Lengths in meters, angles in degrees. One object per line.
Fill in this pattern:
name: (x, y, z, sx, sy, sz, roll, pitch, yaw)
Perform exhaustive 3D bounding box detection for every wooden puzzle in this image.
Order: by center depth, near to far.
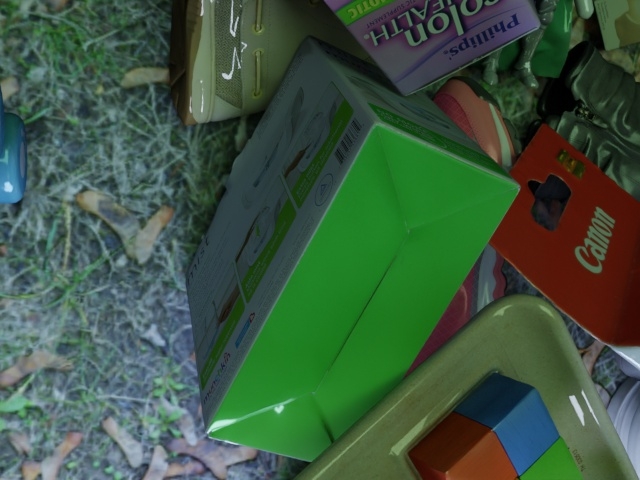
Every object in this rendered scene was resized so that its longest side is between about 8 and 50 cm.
wooden puzzle: (0.107, 0.261, 0.626, 0.348, 0.080, 0.322, -36, 112, -15)

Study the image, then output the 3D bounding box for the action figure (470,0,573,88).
action figure: (0.210, -0.259, 0.805, 0.137, 0.063, 0.232, -2, 126, -20)

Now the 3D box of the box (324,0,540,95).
box: (0.037, -0.270, 0.612, 0.243, 0.117, 0.213, 39, 35, -42)

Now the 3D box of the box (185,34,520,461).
box: (0.000, 0.000, 0.684, 0.127, 0.231, 0.261, 21, 110, -21)

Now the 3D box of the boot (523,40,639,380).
boot: (0.310, -0.027, 0.931, 0.223, 0.118, 0.338, 15, 80, -15)

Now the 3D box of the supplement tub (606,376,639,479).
supplement tub: (0.454, 0.236, 0.900, 0.191, 0.272, 0.191, -1, 94, -22)

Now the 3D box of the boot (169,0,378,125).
boot: (-0.018, -0.220, 0.737, 0.204, 0.095, 0.261, -5, 129, -23)

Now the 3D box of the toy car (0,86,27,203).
toy car: (-0.336, -0.155, 0.615, 0.219, 0.210, 0.237, -1, 80, -10)

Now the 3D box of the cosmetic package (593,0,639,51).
cosmetic package: (0.362, -0.250, 0.926, 0.115, 0.041, 0.060, -14, 99, 24)

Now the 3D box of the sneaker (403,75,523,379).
sneaker: (0.113, -0.006, 0.837, 0.136, 0.116, 0.313, -1, 93, -20)

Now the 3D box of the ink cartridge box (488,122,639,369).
ink cartridge box: (0.336, 0.031, 0.715, 0.385, 0.091, 0.308, 40, 33, 4)

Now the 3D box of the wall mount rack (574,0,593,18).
wall mount rack: (0.157, -0.353, 0.820, 0.350, 0.130, 0.304, -15, 135, -10)
